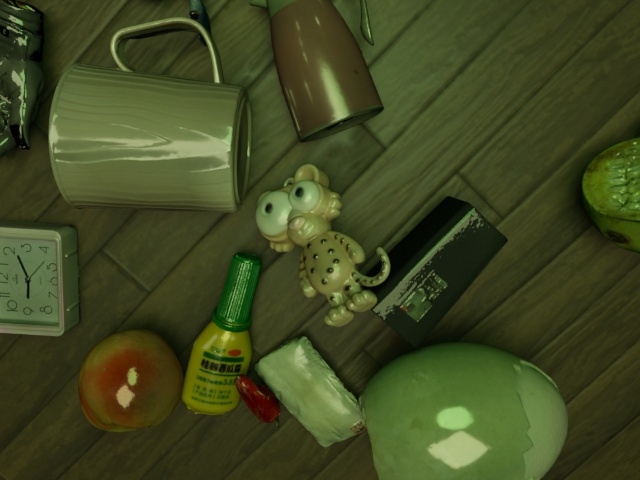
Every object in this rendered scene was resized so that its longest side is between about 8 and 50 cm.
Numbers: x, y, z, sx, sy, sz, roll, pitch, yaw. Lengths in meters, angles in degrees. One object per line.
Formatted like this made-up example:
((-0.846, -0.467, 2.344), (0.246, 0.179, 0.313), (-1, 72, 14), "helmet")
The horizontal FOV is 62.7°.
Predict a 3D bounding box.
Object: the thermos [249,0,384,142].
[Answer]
((0.002, -0.310, 0.834), (0.177, 0.146, 0.264), (-18, 95, 10), "thermos")

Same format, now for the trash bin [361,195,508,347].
((0.187, 0.044, 0.894), (0.115, 0.165, 0.225), (42, 96, -7), "trash bin")

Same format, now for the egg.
((0.245, 0.307, 0.884), (0.337, 0.278, 0.278), (-13, 101, 5), "egg")

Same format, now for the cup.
((-0.253, -0.183, 0.840), (0.274, 0.208, 0.288), (5, 74, -1), "cup")

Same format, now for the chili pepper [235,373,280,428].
((-0.113, 0.296, 0.978), (0.050, 0.059, 0.191), (-39, 134, -15), "chili pepper")

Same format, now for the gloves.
((-0.515, -0.253, 0.861), (0.143, 0.119, 0.285), (22, 87, 7), "gloves")

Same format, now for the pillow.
((-0.013, 0.290, 0.998), (0.128, 0.051, 0.229), (-38, 97, 19), "pillow")

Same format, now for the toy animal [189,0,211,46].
((-0.223, -0.453, 0.839), (0.240, 0.176, 0.255), (-9, 67, -1), "toy animal")

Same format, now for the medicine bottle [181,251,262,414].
((-0.171, 0.171, 0.963), (0.111, 0.076, 0.308), (12, 100, -20), "medicine bottle")

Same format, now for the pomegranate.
((0.542, -0.083, 0.879), (0.190, 0.240, 0.159), (-22, 138, 26), "pomegranate")

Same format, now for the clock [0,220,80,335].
((-0.522, 0.068, 0.949), (0.150, 0.063, 0.197), (4, 101, 0), "clock")

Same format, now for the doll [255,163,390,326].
((-0.001, 0.002, 0.860), (0.154, 0.119, 0.278), (-44, 60, 14), "doll")

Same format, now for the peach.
((-0.338, 0.247, 0.931), (0.185, 0.184, 0.184), (0, 101, 0), "peach")
